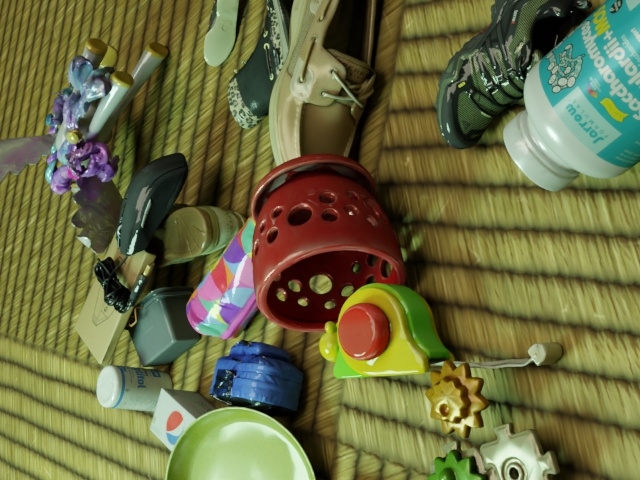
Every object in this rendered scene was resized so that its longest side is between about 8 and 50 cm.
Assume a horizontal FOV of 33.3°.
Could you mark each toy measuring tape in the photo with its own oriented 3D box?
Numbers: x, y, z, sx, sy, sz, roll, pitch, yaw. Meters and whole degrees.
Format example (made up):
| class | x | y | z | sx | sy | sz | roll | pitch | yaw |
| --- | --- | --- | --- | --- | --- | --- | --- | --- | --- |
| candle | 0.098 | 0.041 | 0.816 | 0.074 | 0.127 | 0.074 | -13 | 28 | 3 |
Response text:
| class | x | y | z | sx | sy | sz | roll | pitch | yaw |
| --- | --- | --- | --- | --- | --- | --- | --- | --- | --- |
| toy measuring tape | 0.125 | 0.100 | 1.258 | 0.330 | 0.121 | 0.121 | -10 | 72 | 41 |

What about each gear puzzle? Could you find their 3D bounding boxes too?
| class | x | y | z | sx | sy | sz | roll | pitch | yaw |
| --- | --- | --- | --- | --- | --- | --- | --- | --- | --- |
| gear puzzle | 0.182 | 0.288 | 1.133 | 0.175 | 0.044 | 0.339 | -30 | 68 | 44 |

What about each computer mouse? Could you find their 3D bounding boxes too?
| class | x | y | z | sx | sy | sz | roll | pitch | yaw |
| --- | --- | --- | --- | --- | --- | --- | --- | --- | --- |
| computer mouse | -0.288 | -0.016 | 1.678 | 0.262 | 0.060 | 0.184 | -56 | 32 | 13 |

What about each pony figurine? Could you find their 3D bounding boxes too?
| class | x | y | z | sx | sy | sz | roll | pitch | yaw |
| --- | --- | --- | --- | --- | --- | --- | --- | --- | --- |
| pony figurine | -0.432 | -0.175 | 1.919 | 0.363 | 0.303 | 0.351 | -58 | 4 | 28 |

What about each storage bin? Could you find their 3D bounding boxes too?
| class | x | y | z | sx | sy | sz | roll | pitch | yaw |
| --- | --- | --- | --- | --- | --- | --- | --- | --- | --- |
| storage bin | -0.261 | 0.145 | 1.746 | 0.135 | 0.098 | 0.091 | -39 | 62 | 39 |

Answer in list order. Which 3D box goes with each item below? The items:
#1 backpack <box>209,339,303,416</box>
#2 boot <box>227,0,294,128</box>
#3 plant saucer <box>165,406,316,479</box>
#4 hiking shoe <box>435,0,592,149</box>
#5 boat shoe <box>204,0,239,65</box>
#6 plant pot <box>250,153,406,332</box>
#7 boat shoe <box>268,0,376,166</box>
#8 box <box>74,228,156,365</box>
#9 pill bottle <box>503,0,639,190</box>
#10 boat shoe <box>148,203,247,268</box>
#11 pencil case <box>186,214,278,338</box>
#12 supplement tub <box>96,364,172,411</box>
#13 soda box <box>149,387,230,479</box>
| class | x | y | z | sx | sy | sz | roll | pitch | yaw |
| --- | --- | --- | --- | --- | --- | --- | --- | --- | --- |
| backpack | -0.085 | 0.194 | 1.500 | 0.120 | 0.098 | 0.101 | 2 | 78 | 53 |
| boot | -0.079 | -0.303 | 1.637 | 0.178 | 0.085 | 0.236 | -32 | 57 | 45 |
| plant saucer | -0.103 | 0.346 | 1.466 | 0.241 | 0.037 | 0.241 | 0 | 89 | 26 |
| hiking shoe | 0.216 | -0.196 | 1.232 | 0.227 | 0.086 | 0.114 | -62 | 37 | 18 |
| boat shoe | -0.165 | -0.359 | 1.795 | 0.042 | 0.049 | 0.133 | -111 | 34 | -73 |
| plant pot | 0.000 | 0.000 | 1.375 | 0.191 | 0.191 | 0.174 | -46 | 41 | 34 |
| boat shoe | 0.012 | -0.222 | 1.469 | 0.110 | 0.121 | 0.341 | -11 | 71 | 51 |
| box | -0.344 | 0.086 | 1.780 | 0.164 | 0.021 | 0.201 | 35 | 102 | 58 |
| pill bottle | 0.305 | -0.160 | 1.062 | 0.264 | 0.146 | 0.146 | -43 | 49 | 37 |
| boat shoe | -0.224 | -0.009 | 1.752 | 0.285 | 0.089 | 0.105 | 1 | 97 | 55 |
| pencil case | -0.105 | 0.046 | 1.566 | 0.236 | 0.104 | 0.104 | -52 | 45 | 32 |
| supplement tub | -0.306 | 0.243 | 1.757 | 0.071 | 0.107 | 0.071 | -16 | 69 | 49 |
| soda box | -0.175 | 0.299 | 1.608 | 0.216 | 0.069 | 0.074 | 28 | 103 | 52 |
